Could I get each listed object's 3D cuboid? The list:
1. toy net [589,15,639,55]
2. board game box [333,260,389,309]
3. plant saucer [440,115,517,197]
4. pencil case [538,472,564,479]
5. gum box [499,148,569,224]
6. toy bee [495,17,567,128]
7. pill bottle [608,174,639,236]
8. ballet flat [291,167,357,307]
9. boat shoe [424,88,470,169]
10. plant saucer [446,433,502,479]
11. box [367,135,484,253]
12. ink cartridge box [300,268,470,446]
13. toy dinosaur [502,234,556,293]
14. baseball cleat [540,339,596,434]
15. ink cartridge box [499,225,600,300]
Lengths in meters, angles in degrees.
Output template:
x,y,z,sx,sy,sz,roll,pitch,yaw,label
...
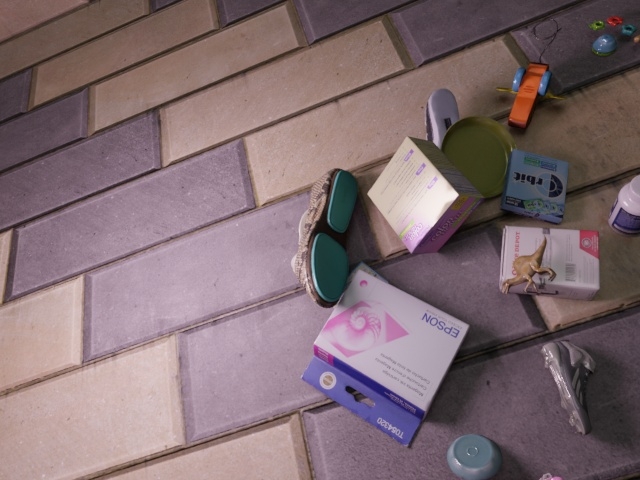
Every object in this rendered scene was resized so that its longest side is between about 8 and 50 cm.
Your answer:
x,y,z,sx,sy,sz,roll,pitch,yaw,label
0.966,-0.645,1.481,0.232,0.045,0.122,-5,60,14,toy net
0.103,0.146,1.346,0.154,0.026,0.103,-45,59,-9,board game box
0.452,-0.237,1.378,0.241,0.037,0.241,1,83,-9,plant saucer
0.332,0.581,0.967,0.386,0.160,0.167,-12,27,13,pencil case
0.588,-0.150,1.314,0.157,0.041,0.184,16,69,6,gum box
0.656,-0.471,1.443,0.195,0.162,0.298,42,106,23,toy bee
0.774,-0.087,1.169,0.094,0.169,0.094,-8,61,14,pill bottle
0.000,0.000,1.389,0.182,0.164,0.483,-25,42,39,ballet flat
0.368,-0.294,1.446,0.113,0.105,0.306,-12,85,-6,boat shoe
0.339,0.474,1.063,0.119,0.021,0.119,-15,25,7,plant saucer
0.281,-0.124,1.317,0.213,0.117,0.243,-57,49,34,box
0.157,0.284,1.215,0.324,0.071,0.330,26,73,22,ink cartridge box
0.510,0.063,1.138,0.092,0.053,0.183,39,83,30,toy dinosaur
0.581,0.322,1.074,0.109,0.072,0.206,-15,63,3,baseball cleat
0.570,0.056,1.206,0.217,0.092,0.159,5,66,19,ink cartridge box
